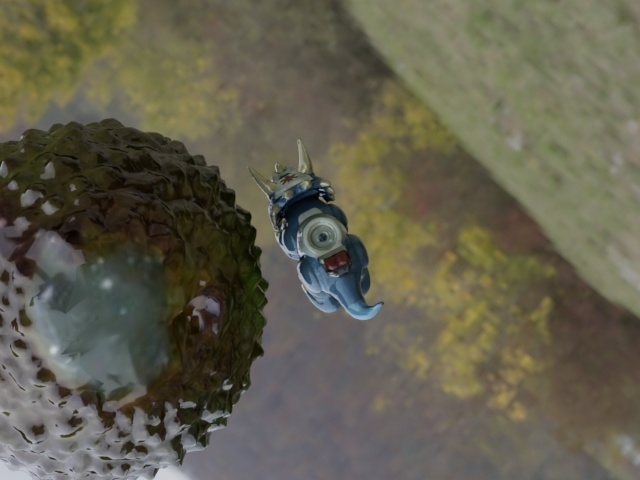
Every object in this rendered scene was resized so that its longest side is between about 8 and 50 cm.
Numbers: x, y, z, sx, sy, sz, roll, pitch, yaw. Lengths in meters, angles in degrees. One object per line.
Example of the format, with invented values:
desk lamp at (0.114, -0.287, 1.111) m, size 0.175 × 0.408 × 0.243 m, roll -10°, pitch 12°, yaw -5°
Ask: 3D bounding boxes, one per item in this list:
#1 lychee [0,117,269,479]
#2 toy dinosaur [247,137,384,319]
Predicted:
lychee at (-0.105, 0.023, 0.714) m, size 0.171 × 0.171 × 0.171 m, roll 40°, pitch 178°, yaw 2°
toy dinosaur at (0.000, 0.000, 0.716) m, size 0.083 × 0.030 × 0.047 m, roll 61°, pitch 176°, yaw 15°
